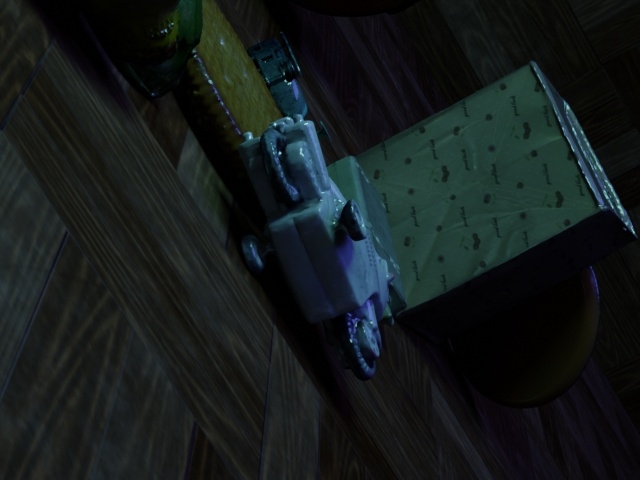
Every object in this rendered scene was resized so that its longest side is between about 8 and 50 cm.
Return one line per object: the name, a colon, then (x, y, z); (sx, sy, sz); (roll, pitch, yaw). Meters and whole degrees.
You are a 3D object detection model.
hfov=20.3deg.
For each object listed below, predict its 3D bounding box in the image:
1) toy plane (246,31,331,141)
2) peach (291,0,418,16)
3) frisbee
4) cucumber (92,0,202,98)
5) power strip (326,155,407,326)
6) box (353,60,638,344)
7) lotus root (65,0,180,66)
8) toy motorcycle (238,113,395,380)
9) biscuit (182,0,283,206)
toy plane: (-0.040, -0.156, 2.039); (0.096, 0.060, 0.235); (69, -3, -51)
peach: (0.020, -0.479, 2.424); (0.370, 0.370, 0.370); (58, 12, -19)
frisbee: (0.259, 0.094, 2.331); (0.021, 0.251, 0.251); (4, 54, -45)
cucumber: (-0.185, -0.292, 1.604); (0.325, 0.105, 0.145); (69, 12, 19)
power strip: (0.050, 0.009, 2.041); (0.093, 0.053, 0.288); (57, 13, -29)
box: (0.201, -0.042, 2.228); (0.190, 0.297, 0.225); (31, 33, -64)
lotus root: (-0.185, -0.291, 1.458); (0.309, 0.173, 0.173); (62, 11, -14)
toy motorcycle: (0.000, 0.000, 1.691); (0.171, 0.110, 0.260); (-82, 151, -68)
biscuit: (-0.091, -0.143, 1.815); (0.305, 0.038, 0.305); (59, 10, -17)
